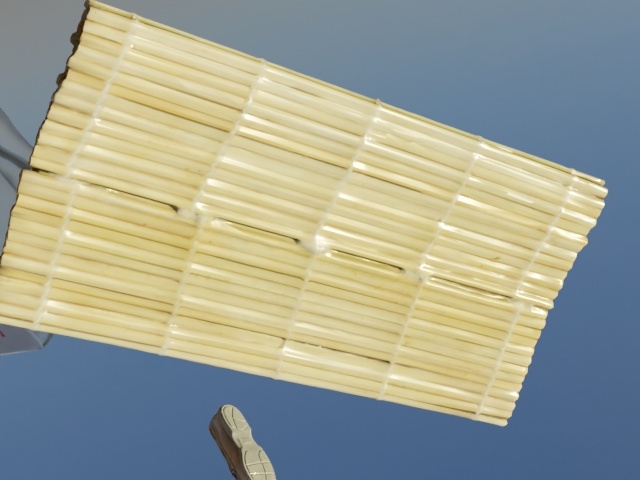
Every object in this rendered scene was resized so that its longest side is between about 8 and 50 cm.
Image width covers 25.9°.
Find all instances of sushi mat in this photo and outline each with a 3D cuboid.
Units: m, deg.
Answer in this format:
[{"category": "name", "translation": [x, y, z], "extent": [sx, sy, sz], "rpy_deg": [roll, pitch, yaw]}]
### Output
[{"category": "sushi mat", "translation": [0.000, 0.000, 0.688], "extent": [0.317, 0.151, 0.019], "rpy_deg": [16, -165, -31]}]

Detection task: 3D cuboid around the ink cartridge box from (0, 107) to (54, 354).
[{"category": "ink cartridge box", "translation": [-0.257, -0.007, 0.822], "extent": [0.212, 0.154, 0.093], "rpy_deg": [-10, -140, 35]}]

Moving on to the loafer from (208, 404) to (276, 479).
[{"category": "loafer", "translation": [-0.089, 0.246, 1.575], "extent": [0.045, 0.125, 0.039], "rpy_deg": [8, 134, -46]}]
